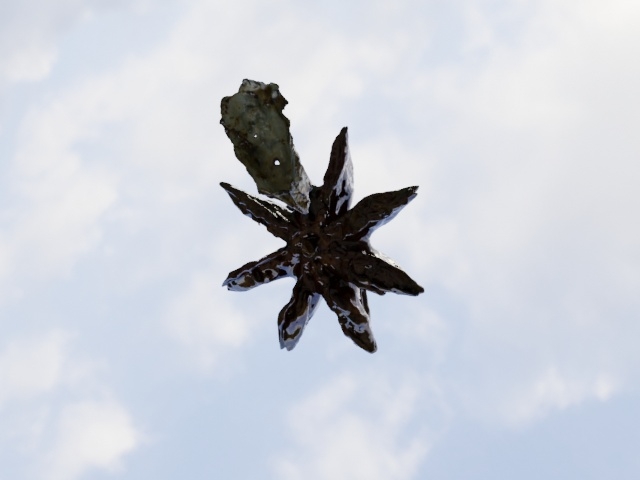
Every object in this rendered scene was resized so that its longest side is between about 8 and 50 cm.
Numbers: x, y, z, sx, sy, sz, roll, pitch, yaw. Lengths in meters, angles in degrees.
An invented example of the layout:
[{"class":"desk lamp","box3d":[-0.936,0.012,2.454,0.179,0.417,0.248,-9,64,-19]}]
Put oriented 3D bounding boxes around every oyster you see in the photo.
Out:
[{"class":"oyster","box3d":[-0.051,-0.089,1.461,0.086,0.029,0.132,0,-78,31]}]

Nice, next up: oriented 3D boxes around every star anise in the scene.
[{"class":"star anise","box3d":[0.000,-0.001,1.796,0.288,0.088,0.288,-1,-92,28]}]
